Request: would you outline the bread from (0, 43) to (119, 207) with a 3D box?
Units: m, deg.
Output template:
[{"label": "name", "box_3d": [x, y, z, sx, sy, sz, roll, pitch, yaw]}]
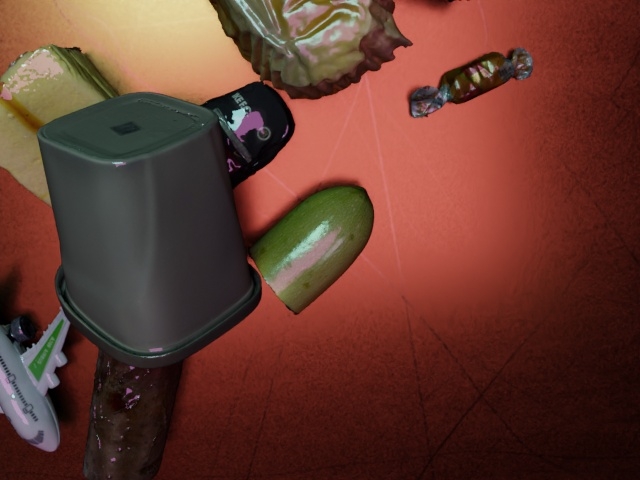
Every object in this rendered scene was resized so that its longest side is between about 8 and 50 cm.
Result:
[{"label": "bread", "box_3d": [-0.302, -0.104, 0.903, 0.168, 0.163, 0.264, -40, 101, 5]}]

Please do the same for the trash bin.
[{"label": "trash bin", "box_3d": [-0.205, -0.025, 0.836, 0.219, 0.220, 0.250, 22, 130, 32]}]

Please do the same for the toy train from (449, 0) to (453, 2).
[{"label": "toy train", "box_3d": [0.139, -0.366, 0.860, 0.089, 0.219, 0.127, -16, 61, 35]}]

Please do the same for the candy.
[{"label": "candy", "box_3d": [0.208, -0.217, 0.961, 0.182, 0.046, 0.053, -23, 104, 0]}]

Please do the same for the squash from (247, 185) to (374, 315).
[{"label": "squash", "box_3d": [0.000, 0.000, 0.967, 0.187, 0.123, 0.123, -42, 101, 2]}]

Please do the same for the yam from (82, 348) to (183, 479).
[{"label": "yam", "box_3d": [-0.258, 0.200, 0.986, 0.131, 0.131, 0.279, 10, 102, -5]}]

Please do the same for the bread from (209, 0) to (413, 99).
[{"label": "bread", "box_3d": [-0.059, -0.360, 0.843, 0.236, 0.183, 0.388, -21, 98, 11]}]

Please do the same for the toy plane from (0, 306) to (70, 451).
[{"label": "toy plane", "box_3d": [-0.438, 0.186, 0.991, 0.251, 0.101, 0.255, -27, 106, 3]}]

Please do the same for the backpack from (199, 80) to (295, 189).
[{"label": "backpack", "box_3d": [-0.117, -0.139, 0.932, 0.165, 0.106, 0.120, -40, 97, 9]}]
